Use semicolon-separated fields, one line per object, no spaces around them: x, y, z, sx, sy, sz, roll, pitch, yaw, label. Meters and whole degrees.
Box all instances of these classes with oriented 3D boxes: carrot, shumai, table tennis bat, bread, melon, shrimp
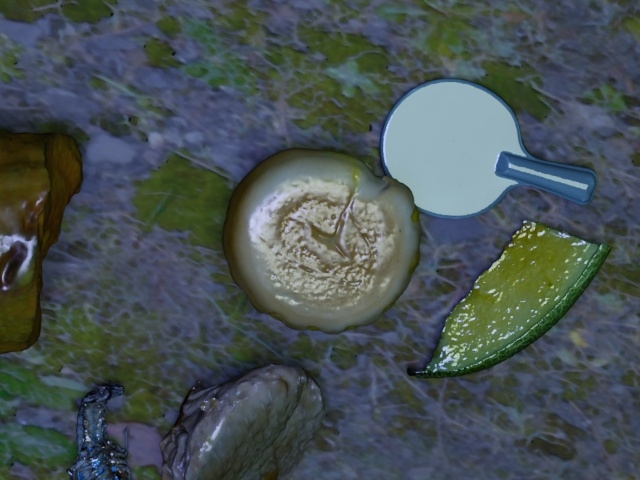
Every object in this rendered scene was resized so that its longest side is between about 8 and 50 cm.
-0.406;0.000;1.677;0.340;0.241;0.242;-3;97;-7;carrot
-0.097;0.202;1.799;0.120;0.201;0.201;34;92;32;shumai
0.184;-0.089;1.838;0.244;0.040;0.153;15;95;-4;table tennis bat
0.000;0.000;1.791;0.213;0.105;0.213;-1;99;-9;bread
0.202;0.070;1.852;0.261;0.053;0.114;-41;92;-1;melon
-0.232;0.240;1.822;0.082;0.076;0.174;-8;94;-47;shrimp
